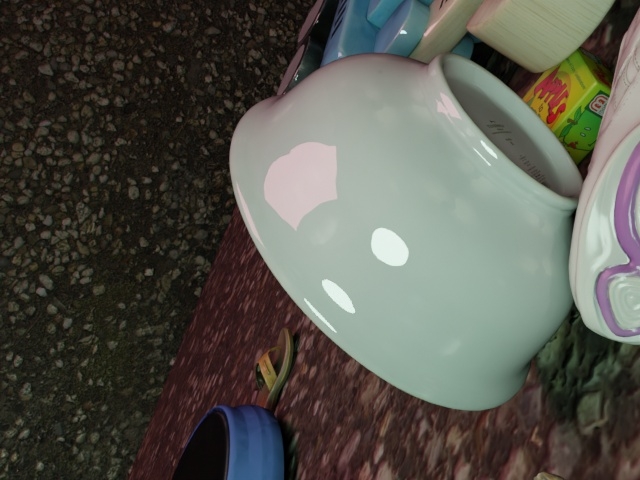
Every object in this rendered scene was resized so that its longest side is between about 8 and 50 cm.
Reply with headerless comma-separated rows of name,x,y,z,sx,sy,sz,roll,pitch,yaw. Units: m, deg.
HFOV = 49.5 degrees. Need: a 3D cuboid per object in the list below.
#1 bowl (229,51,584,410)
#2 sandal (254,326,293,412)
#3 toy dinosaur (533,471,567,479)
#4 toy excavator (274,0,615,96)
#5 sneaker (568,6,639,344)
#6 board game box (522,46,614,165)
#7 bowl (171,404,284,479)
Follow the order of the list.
bowl,0.092,-0.040,0.507,0.134,0.298,0.297,-46,23,33
sandal,-0.088,0.225,1.142,0.180,0.049,0.072,-69,15,-15
toy dinosaur,0.134,0.220,0.279,0.295,0.127,0.200,-47,28,18
toy excavator,0.134,-0.261,0.819,0.445,0.223,0.432,-48,22,45
sneaker,0.241,-0.076,0.447,0.152,0.114,0.304,52,-119,-84
board game box,0.202,-0.088,0.658,0.181,0.043,0.092,-55,18,34
bowl,-0.167,0.423,0.995,0.391,0.077,0.391,-57,21,35
